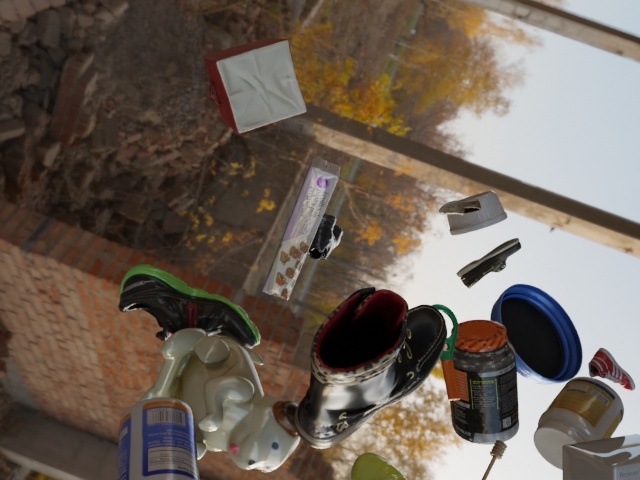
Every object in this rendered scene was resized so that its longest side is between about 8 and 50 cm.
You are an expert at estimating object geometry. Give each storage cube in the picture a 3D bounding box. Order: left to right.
[{"bbox_3d":[-0.167,-0.392,1.482,0.193,0.215,0.183,-135,-153,-63],"label":"storage cube"}]

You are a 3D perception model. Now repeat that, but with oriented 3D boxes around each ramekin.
[{"bbox_3d":[0.545,-0.100,2.091,0.207,0.207,0.108,-50,120,-83],"label":"ramekin"}]

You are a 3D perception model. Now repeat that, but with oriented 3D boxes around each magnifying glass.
[{"bbox_3d":[0.296,0.263,1.406,0.026,0.092,0.230,116,-30,-60],"label":"magnifying glass"}]

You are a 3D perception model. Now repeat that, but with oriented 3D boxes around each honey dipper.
[{"bbox_3d":[0.385,0.535,1.367,0.160,0.031,0.030,-47,166,-31],"label":"honey dipper"}]

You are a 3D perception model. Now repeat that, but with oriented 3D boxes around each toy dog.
[{"bbox_3d":[-0.242,0.472,1.649,0.284,0.408,0.395,-59,154,14],"label":"toy dog"}]

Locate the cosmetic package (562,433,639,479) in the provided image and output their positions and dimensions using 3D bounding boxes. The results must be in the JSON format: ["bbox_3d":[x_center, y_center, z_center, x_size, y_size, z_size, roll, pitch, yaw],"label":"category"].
[{"bbox_3d":[0.627,0.536,1.210,0.138,0.224,0.224,176,-86,-66],"label":"cosmetic package"}]

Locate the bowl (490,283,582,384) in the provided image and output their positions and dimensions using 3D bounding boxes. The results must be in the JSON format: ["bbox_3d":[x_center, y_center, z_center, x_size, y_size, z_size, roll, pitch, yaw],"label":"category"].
[{"bbox_3d":[0.798,0.350,2.198,0.077,0.391,0.391,-48,-165,47],"label":"bowl"}]

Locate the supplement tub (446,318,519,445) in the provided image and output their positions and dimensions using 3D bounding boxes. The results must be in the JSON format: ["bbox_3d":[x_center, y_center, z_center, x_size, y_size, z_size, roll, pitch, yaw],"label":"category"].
[{"bbox_3d":[0.492,0.426,1.798,0.207,0.207,0.337,-63,147,-71],"label":"supplement tub"}]

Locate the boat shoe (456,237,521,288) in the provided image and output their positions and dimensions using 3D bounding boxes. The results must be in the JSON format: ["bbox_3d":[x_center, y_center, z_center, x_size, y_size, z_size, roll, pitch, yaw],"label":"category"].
[{"bbox_3d":[0.529,0.071,1.822,0.228,0.068,0.081,-37,176,34],"label":"boat shoe"}]

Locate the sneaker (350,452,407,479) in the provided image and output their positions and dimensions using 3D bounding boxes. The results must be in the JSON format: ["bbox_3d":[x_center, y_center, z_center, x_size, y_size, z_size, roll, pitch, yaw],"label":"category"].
[{"bbox_3d":[0.155,0.587,1.238,0.384,0.145,0.147,-120,-171,-59],"label":"sneaker"}]

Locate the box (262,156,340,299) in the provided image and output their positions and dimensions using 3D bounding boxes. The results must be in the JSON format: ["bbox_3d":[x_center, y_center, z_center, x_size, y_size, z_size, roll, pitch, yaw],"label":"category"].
[{"bbox_3d":[-0.044,-0.020,1.265,0.067,0.063,0.323,-82,-167,-61],"label":"box"}]

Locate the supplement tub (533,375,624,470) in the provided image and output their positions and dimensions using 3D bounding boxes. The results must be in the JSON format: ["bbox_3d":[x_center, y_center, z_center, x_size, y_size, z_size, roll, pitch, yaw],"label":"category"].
[{"bbox_3d":[0.601,0.427,1.379,0.200,0.144,0.144,-30,152,-37],"label":"supplement tub"}]

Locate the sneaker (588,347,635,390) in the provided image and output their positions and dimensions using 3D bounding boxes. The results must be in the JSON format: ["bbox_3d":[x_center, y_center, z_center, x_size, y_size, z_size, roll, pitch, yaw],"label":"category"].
[{"bbox_3d":[0.673,0.316,1.374,0.067,0.118,0.042,-35,171,-24],"label":"sneaker"}]

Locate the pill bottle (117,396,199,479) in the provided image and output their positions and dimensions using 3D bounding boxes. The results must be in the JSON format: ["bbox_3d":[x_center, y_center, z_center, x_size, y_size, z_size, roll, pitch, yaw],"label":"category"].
[{"bbox_3d":[-0.309,0.453,1.130,0.272,0.153,0.152,-110,-149,-49],"label":"pill bottle"}]

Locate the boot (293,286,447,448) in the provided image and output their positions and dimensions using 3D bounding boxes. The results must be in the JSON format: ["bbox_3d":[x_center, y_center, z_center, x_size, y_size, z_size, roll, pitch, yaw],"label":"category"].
[{"bbox_3d":[0.112,0.187,1.053,0.378,0.138,0.284,-31,150,-25],"label":"boot"}]

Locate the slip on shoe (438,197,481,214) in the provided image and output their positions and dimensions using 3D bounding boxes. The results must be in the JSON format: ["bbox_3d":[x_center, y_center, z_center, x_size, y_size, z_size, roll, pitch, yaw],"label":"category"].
[{"bbox_3d":[0.452,-0.102,1.910,0.051,0.136,0.041,91,-14,-53],"label":"slip on shoe"}]

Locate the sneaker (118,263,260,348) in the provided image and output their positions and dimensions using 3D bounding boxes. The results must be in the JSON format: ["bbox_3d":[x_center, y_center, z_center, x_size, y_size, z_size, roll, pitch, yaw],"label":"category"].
[{"bbox_3d":[-0.427,0.254,1.916,0.185,0.483,0.202,121,-8,-66],"label":"sneaker"}]

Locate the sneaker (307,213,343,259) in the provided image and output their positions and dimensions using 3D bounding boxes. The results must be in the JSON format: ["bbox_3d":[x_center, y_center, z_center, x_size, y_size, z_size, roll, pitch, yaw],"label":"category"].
[{"bbox_3d":[0.000,0.000,1.798,0.286,0.109,0.130,45,53,-75],"label":"sneaker"}]
